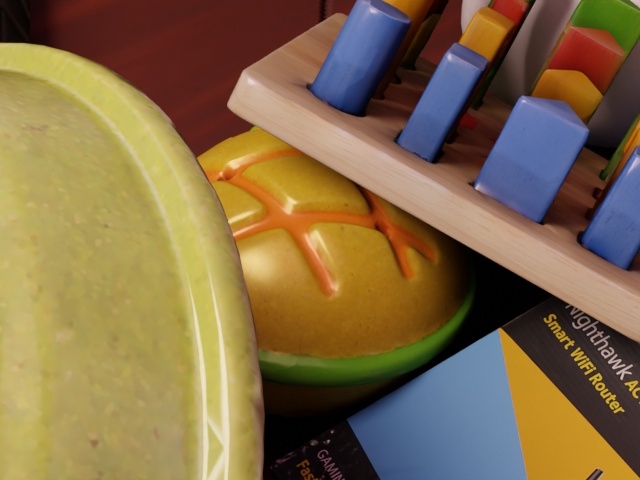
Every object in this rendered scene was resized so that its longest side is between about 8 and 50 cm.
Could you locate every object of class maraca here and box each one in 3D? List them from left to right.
[{"bbox_3d":[0.000,0.000,0.671,0.127,0.099,0.186,20,32,10],"label":"maraca"}]

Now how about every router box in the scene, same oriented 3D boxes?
[{"bbox_3d":[0.083,0.115,0.586,0.133,0.046,0.179,-31,57,-6],"label":"router box"}]

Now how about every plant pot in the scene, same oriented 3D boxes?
[{"bbox_3d":[-0.199,0.050,0.414,0.254,0.276,0.276,18,35,-43],"label":"plant pot"}]

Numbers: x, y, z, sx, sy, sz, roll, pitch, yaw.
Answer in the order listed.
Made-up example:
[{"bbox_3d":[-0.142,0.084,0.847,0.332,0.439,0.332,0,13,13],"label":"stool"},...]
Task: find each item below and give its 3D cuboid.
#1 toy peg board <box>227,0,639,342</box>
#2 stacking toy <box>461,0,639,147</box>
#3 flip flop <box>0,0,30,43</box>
[{"bbox_3d":[0.071,-0.056,0.644,0.161,0.079,0.160,29,18,4],"label":"toy peg board"},{"bbox_3d":[0.295,-0.136,0.737,0.480,0.350,0.350,-7,48,8],"label":"stacking toy"},{"bbox_3d":[-0.166,-0.055,0.701,0.080,0.112,0.277,-18,51,11],"label":"flip flop"}]
